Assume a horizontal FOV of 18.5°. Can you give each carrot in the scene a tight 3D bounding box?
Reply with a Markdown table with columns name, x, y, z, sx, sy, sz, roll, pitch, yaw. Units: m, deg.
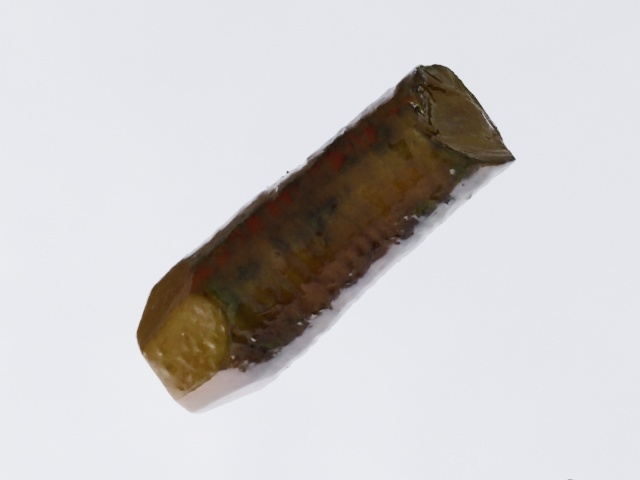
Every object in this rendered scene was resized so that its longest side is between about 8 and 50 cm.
| name | x | y | z | sx | sy | sz | roll | pitch | yaw |
| --- | --- | --- | --- | --- | --- | --- | --- | --- | --- |
| carrot | 0.000 | 0.000 | 1.404 | 0.114 | 0.302 | 0.114 | 48 | -174 | -7 |

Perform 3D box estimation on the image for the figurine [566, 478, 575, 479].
| name | x | y | z | sx | sy | sz | roll | pitch | yaw |
| --- | --- | --- | --- | --- | --- | --- | --- | --- | --- |
| figurine | 0.023 | 0.227 | 0.976 | 0.416 | 0.298 | 0.243 | 12 | -97 | -27 |
